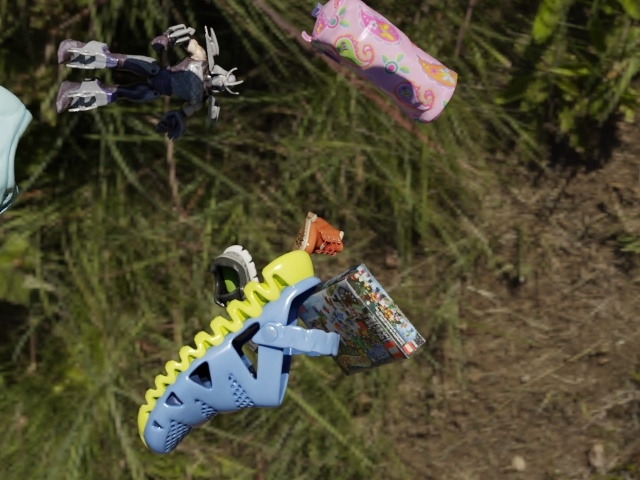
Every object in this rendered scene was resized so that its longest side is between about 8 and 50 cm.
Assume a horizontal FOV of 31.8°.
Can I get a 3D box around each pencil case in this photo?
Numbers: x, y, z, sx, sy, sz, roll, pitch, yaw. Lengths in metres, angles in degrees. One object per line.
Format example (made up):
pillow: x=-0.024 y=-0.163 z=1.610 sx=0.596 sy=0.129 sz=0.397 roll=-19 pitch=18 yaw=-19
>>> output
pencil case: x=0.109 y=-0.326 z=2.009 sx=0.124 sy=0.284 sz=0.124 roll=-50 pitch=18 yaw=22

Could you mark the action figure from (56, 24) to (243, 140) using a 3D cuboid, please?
action figure: x=-0.263 y=-0.249 z=1.757 sx=0.099 sy=0.285 sz=0.185 roll=-92 pitch=3 yaw=-71

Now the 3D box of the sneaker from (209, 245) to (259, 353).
sneaker: x=-0.115 y=0.092 z=1.631 sx=0.063 sy=0.075 sz=0.170 roll=-23 pitch=86 yaw=29

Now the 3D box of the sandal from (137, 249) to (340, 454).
sandal: x=-0.097 y=0.162 z=1.416 sx=0.317 sy=0.126 sz=0.138 roll=-45 pitch=79 yaw=4

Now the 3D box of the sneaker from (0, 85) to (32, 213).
sneaker: x=-0.504 y=-0.054 z=1.602 sx=0.135 sy=0.150 sz=0.366 roll=5 pitch=72 yaw=48

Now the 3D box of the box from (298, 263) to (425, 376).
box: x=0.056 y=0.134 z=1.832 sx=0.159 sy=0.044 sz=0.233 roll=52 pitch=153 yaw=-3

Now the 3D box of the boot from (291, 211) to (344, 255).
boot: x=0.000 y=0.000 z=1.957 sx=0.084 sy=0.158 sz=0.059 roll=29 pitch=110 yaw=0
